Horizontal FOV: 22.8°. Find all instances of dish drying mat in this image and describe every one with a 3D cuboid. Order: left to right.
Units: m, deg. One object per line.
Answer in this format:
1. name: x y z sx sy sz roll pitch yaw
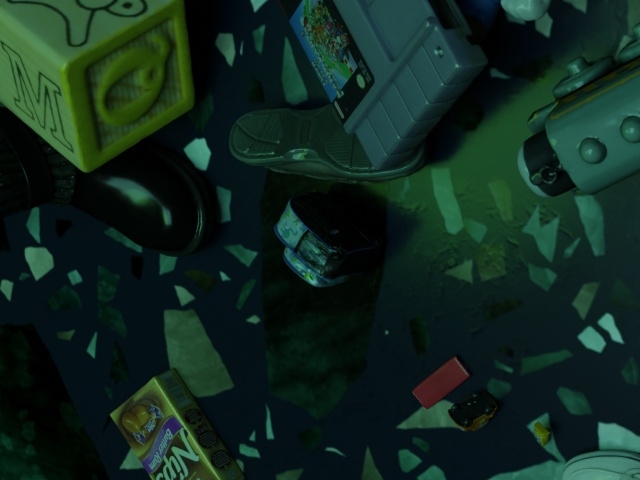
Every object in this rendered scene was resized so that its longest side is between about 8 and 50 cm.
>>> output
1. dish drying mat: 0.151 0.177 1.979 0.083 0.008 0.032 -43 79 32

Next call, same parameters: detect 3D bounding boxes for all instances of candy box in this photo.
1. candy box: -0.199 0.286 2.208 0.109 0.053 0.187 -41 81 33

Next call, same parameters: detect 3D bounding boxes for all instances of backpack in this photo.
1. backpack: 0.000 0.000 1.973 0.114 0.105 0.084 45 121 22

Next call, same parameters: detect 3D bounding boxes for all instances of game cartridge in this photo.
1. game cartridge: 0.043 -0.282 1.823 0.230 0.068 0.355 -48 63 48

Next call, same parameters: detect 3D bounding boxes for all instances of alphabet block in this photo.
1. alphabet block: -0.295 -0.240 2.003 0.197 0.192 0.193 39 151 31

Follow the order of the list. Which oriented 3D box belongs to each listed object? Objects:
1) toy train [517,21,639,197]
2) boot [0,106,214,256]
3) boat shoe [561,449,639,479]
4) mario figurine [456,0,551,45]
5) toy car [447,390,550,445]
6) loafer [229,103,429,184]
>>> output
1. toy train: 0.352 -0.149 1.642 0.334 0.190 0.142 -26 99 35
2. boot: -0.336 -0.069 2.078 0.348 0.260 0.131 33 119 23
3. boat shoe: 0.374 0.297 1.822 0.226 0.076 0.083 8 106 31
4. mario figurine: 0.183 -0.360 1.717 0.198 0.170 0.320 23 128 -11
5. toy car: 0.215 0.230 1.924 0.122 0.060 0.040 30 149 31
6. loafer: 0.019 -0.116 1.960 0.267 0.084 0.096 6 74 28
